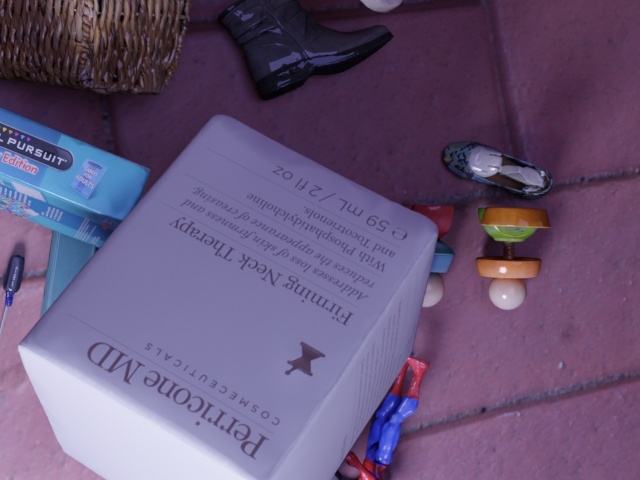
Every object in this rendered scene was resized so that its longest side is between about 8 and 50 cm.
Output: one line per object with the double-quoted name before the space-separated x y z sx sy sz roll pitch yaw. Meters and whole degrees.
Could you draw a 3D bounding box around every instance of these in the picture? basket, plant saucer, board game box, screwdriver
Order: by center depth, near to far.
"board game box" -0.401 -0.099 1.409 0.336 0.254 0.079 23 76 -13
"basket" -0.318 -0.357 1.520 0.213 0.223 0.299 -9 107 -56
"screwdriver" -0.430 0.103 1.523 0.025 0.024 0.169 10 88 -48
"plant saucer" -0.348 0.040 1.556 0.067 0.018 0.192 9 82 -19

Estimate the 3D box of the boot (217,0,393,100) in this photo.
"boot" -0.019 -0.326 1.673 0.247 0.083 0.161 -24 88 -21

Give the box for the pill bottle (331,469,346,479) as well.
"pill bottle" -0.077 0.301 1.560 0.130 0.130 0.245 -39 86 -18

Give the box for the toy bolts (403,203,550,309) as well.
"toy bolts" 0.233 0.028 1.682 0.229 0.218 0.158 2 91 -2

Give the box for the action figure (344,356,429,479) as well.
"action figure" 0.058 0.298 1.644 0.139 0.091 0.280 19 79 -24

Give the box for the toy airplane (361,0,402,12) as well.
"toy airplane" -0.045 -0.524 1.492 0.386 0.272 0.384 24 42 -47

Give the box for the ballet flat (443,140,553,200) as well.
"ballet flat" 0.289 -0.116 1.773 0.188 0.070 0.070 16 81 -18

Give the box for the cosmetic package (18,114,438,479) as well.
"cosmetic package" -0.098 0.132 1.380 0.329 0.327 0.393 28 60 14
